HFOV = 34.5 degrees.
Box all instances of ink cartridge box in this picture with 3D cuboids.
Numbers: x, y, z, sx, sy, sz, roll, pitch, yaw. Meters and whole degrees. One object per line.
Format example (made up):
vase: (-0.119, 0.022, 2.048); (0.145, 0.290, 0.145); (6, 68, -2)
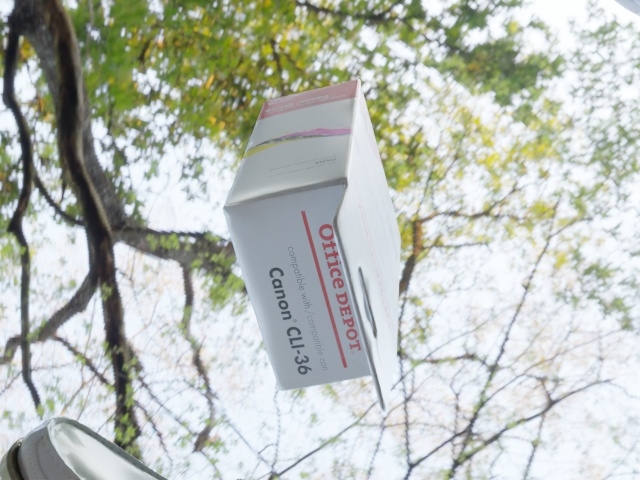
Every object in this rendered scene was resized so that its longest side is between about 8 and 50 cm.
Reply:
ink cartridge box: (0.000, 0.000, 0.569); (0.067, 0.115, 0.198); (-11, -155, 10)

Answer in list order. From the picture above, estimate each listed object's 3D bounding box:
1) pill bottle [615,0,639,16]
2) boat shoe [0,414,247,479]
pill bottle: (0.180, -0.170, 0.518); (0.112, 0.112, 0.187); (23, -155, -8)
boat shoe: (-0.071, 0.210, 0.690); (0.302, 0.113, 0.103); (40, -76, -2)
